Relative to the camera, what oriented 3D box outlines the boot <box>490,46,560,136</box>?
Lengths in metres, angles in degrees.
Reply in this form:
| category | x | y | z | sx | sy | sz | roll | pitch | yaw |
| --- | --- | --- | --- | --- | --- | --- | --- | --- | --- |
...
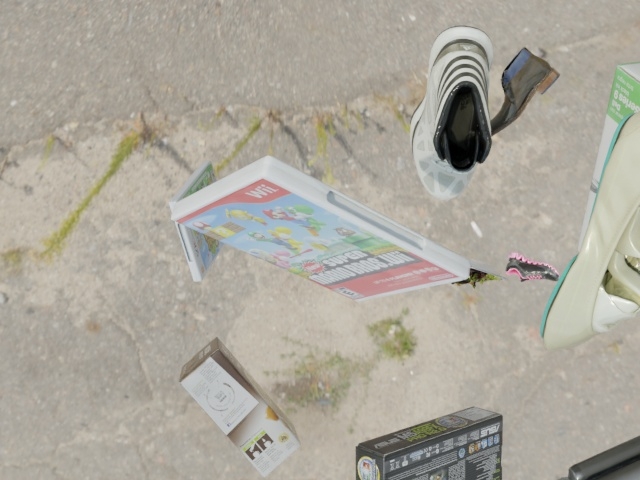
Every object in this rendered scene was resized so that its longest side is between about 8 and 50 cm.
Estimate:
| category | x | y | z | sx | sy | sz | roll | pitch | yaw |
| --- | --- | --- | --- | --- | --- | --- | --- | --- | --- |
| boot | 0.433 | -0.339 | 1.785 | 0.219 | 0.082 | 0.106 | -45 | 95 | 7 |

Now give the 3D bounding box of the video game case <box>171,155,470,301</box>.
| category | x | y | z | sx | sy | sz | roll | pitch | yaw |
| --- | --- | --- | --- | --- | --- | --- | --- | --- | --- |
| video game case | 0.000 | 0.000 | 0.882 | 0.285 | 0.025 | 0.204 | 26 | 154 | -30 |

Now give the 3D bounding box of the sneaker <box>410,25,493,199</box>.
| category | x | y | z | sx | sy | sz | roll | pitch | yaw |
| --- | --- | --- | --- | --- | --- | --- | --- | --- | --- |
| sneaker | 0.265 | -0.195 | 1.635 | 0.169 | 0.258 | 0.448 | 6 | 140 | 7 |

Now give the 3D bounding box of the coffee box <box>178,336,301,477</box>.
| category | x | y | z | sx | sy | sz | roll | pitch | yaw |
| --- | --- | --- | --- | --- | --- | --- | --- | --- | --- |
| coffee box | -0.158 | 0.320 | 1.514 | 0.098 | 0.141 | 0.246 | -41 | 98 | -5 |

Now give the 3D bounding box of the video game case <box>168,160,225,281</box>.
| category | x | y | z | sx | sy | sz | roll | pitch | yaw |
| --- | --- | --- | --- | --- | --- | --- | --- | --- | --- |
| video game case | -0.259 | -0.046 | 1.707 | 0.023 | 0.212 | 0.194 | -4 | 118 | 16 |

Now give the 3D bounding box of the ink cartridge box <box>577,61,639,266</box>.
| category | x | y | z | sx | sy | sz | roll | pitch | yaw |
| --- | --- | --- | --- | --- | --- | --- | --- | --- | --- |
| ink cartridge box | 0.480 | -0.086 | 1.027 | 0.211 | 0.122 | 0.289 | -8 | 125 | -12 |

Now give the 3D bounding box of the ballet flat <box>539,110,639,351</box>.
| category | x | y | z | sx | sy | sz | roll | pitch | yaw |
| --- | --- | --- | --- | --- | --- | --- | --- | --- | --- |
| ballet flat | 0.254 | 0.014 | 0.654 | 0.086 | 0.086 | 0.249 | 4 | 124 | -5 |

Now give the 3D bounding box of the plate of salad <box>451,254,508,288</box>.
| category | x | y | z | sx | sy | sz | roll | pitch | yaw |
| --- | --- | --- | --- | --- | --- | --- | --- | --- | --- |
| plate of salad | 0.218 | 0.048 | 1.316 | 0.199 | 0.200 | 0.048 | 17 | 87 | -12 |

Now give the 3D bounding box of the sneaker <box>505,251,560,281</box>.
| category | x | y | z | sx | sy | sz | roll | pitch | yaw |
| --- | --- | --- | --- | --- | --- | --- | --- | --- | --- |
| sneaker | 0.452 | 0.070 | 1.665 | 0.119 | 0.057 | 0.047 | 20 | 156 | 28 |

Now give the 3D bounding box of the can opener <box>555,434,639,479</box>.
| category | x | y | z | sx | sy | sz | roll | pitch | yaw |
| --- | --- | --- | --- | --- | --- | --- | --- | --- | --- |
| can opener | 0.363 | 0.335 | 1.008 | 0.283 | 0.076 | 0.095 | -23 | 112 | -2 |

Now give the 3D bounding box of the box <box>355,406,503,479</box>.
| category | x | y | z | sx | sy | sz | roll | pitch | yaw |
| --- | --- | --- | --- | --- | --- | --- | --- | --- | --- |
| box | 0.167 | 0.383 | 1.155 | 0.270 | 0.060 | 0.217 | -6 | 98 | -40 |
